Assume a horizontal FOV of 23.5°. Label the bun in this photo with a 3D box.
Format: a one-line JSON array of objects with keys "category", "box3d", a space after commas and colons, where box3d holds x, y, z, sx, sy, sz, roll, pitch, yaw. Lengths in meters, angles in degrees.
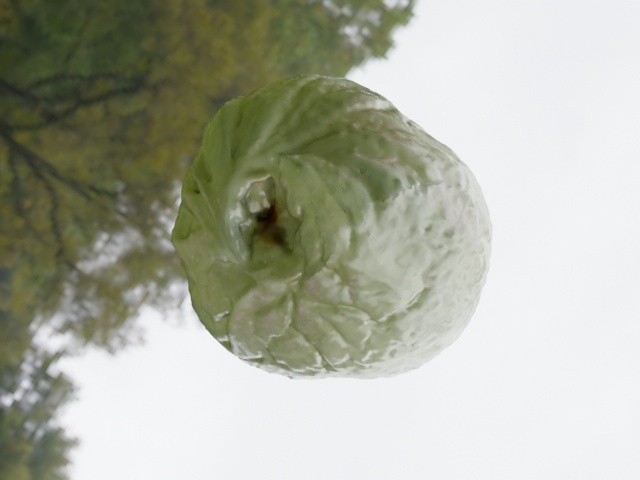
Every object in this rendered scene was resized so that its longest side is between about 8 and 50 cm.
[{"category": "bun", "box3d": [0.000, 0.000, 0.532, 0.115, 0.115, 0.069, -48, 171, 25]}]
